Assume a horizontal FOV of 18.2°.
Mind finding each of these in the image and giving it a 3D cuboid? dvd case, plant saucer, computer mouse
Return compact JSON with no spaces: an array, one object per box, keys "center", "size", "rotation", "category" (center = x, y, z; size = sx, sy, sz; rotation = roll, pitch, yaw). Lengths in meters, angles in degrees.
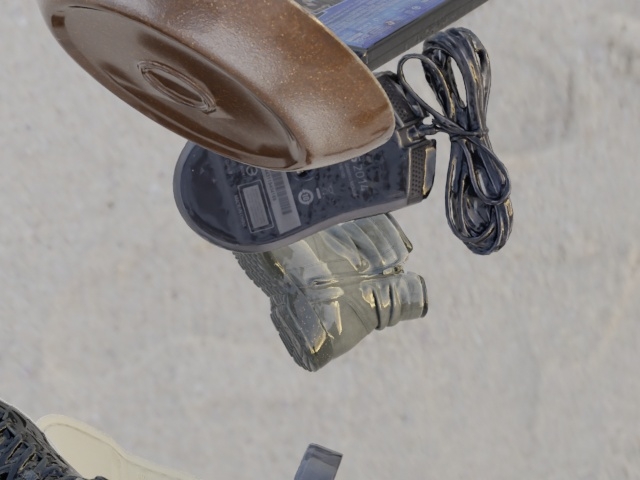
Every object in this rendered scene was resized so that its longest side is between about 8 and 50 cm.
[{"center":[-0.028,-0.180,1.459],"size":[0.253,0.022,0.180],"rotation":[16,32,29],"category":"dvd case"},{"center":[-0.060,-0.085,0.934],"size":[0.198,0.198,0.036],"rotation":[23,75,25],"category":"plant saucer"},{"center":[0.015,-0.062,1.636],"size":[0.272,0.072,0.189],"rotation":[-10,99,5],"category":"computer mouse"}]

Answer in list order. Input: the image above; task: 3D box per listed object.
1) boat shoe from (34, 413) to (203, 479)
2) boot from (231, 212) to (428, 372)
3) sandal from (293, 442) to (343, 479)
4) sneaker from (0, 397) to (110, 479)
[{"center":[-0.169,0.270,1.836],"size":[0.096,0.324,0.117],"rotation":[-36,38,28],"category":"boat shoe"},{"center":[0.000,0.000,2.059],"size":[0.161,0.083,0.247],"rotation":[-30,98,-21],"category":"boot"},{"center":[-0.019,0.247,1.386],"size":[0.054,0.254,0.097],"rotation":[21,45,2],"category":"sandal"},{"center":[-0.178,0.157,1.286],"size":[0.079,0.121,0.217],"rotation":[-38,79,-29],"category":"sneaker"}]
